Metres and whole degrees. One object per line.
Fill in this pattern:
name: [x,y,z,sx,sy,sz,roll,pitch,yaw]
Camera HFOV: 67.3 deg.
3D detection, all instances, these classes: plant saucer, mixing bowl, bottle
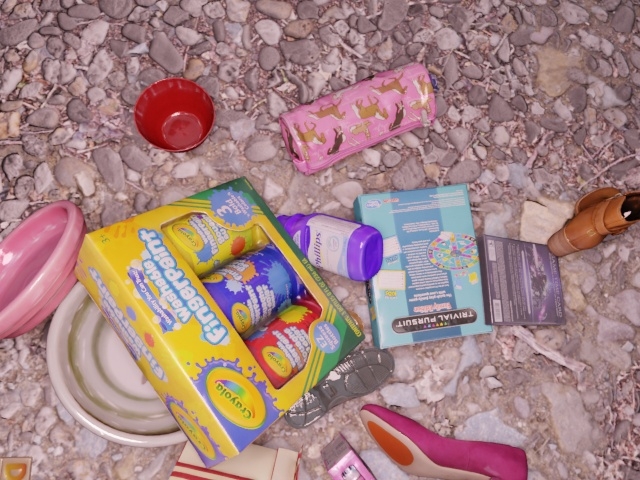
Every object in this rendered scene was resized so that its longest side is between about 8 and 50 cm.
plant saucer: [-0.591,0.068,0.976,0.332,0.332,0.084,-53,131,-12]
mixing bowl: [-0.335,-0.279,1.139,0.181,0.098,0.181,1,79,-4]
plant saucer: [0.059,0.203,1.117,0.083,0.015,0.083,1,78,-4]
plant saucer: [-0.338,0.218,0.996,0.400,0.100,0.400,13,57,-21]
bottle: [0.000,0.000,1.047,0.092,0.283,0.118,-27,124,-43]

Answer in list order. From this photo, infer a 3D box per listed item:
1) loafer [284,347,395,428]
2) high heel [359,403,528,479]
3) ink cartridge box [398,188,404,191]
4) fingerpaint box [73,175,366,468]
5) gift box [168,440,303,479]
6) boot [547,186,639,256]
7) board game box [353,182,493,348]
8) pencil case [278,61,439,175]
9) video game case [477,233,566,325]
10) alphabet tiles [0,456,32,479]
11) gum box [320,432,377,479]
loafer: [0.036,0.317,1.064,0.267,0.084,0.096,-26,83,-13]
high heel: [0.272,0.443,1.064,0.377,0.127,0.181,37,49,7]
ink cartridge box: [0.188,0.016,1.151,0.224,0.045,0.223,-39,84,-11]
fingerpaint box: [-0.182,0.129,0.948,0.371,0.163,0.445,-30,80,-44]
gift box: [-0.158,0.515,0.898,0.258,0.276,0.255,15,117,1]
boot: [0.679,-0.078,1.115,0.283,0.220,0.109,-28,79,-23]
board game box: [0.224,0.055,1.082,0.254,0.079,0.336,-6,82,-7]
pencil case: [0.091,-0.291,1.152,0.386,0.167,0.160,-23,117,-9]
video game case: [0.467,0.097,1.106,0.274,0.026,0.196,7,75,-33]
alphabet tiles: [-0.717,0.592,0.972,0.342,0.011,0.285,1,78,-5]
gum box: [0.063,0.469,0.975,0.062,0.188,0.107,-39,84,-11]
